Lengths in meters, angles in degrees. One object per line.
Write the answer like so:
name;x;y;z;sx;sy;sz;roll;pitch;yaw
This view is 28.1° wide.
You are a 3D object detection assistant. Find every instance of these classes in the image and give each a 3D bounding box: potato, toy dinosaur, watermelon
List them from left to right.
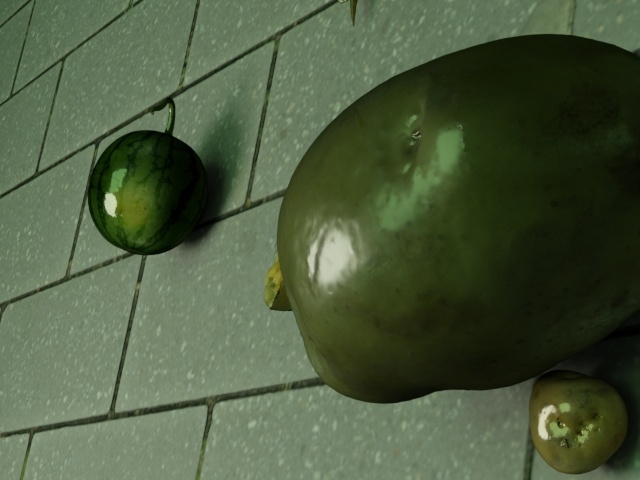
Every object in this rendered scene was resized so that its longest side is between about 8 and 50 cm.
watermelon;-0.195;-0.075;1.506;0.141;0.141;0.187;6;75;59
toy dinosaur;0.031;-0.270;1.361;0.041;0.026;0.113;-12;52;36
potato;0.105;-0.013;0.875;0.326;0.243;0.221;-35;56;50
potato;0.172;0.121;0.872;0.068;0.062;0.083;-47;10;4

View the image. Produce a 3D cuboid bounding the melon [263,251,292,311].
melon;0.000;0.000;1.212;0.128;0.079;0.160;157;129;-74
